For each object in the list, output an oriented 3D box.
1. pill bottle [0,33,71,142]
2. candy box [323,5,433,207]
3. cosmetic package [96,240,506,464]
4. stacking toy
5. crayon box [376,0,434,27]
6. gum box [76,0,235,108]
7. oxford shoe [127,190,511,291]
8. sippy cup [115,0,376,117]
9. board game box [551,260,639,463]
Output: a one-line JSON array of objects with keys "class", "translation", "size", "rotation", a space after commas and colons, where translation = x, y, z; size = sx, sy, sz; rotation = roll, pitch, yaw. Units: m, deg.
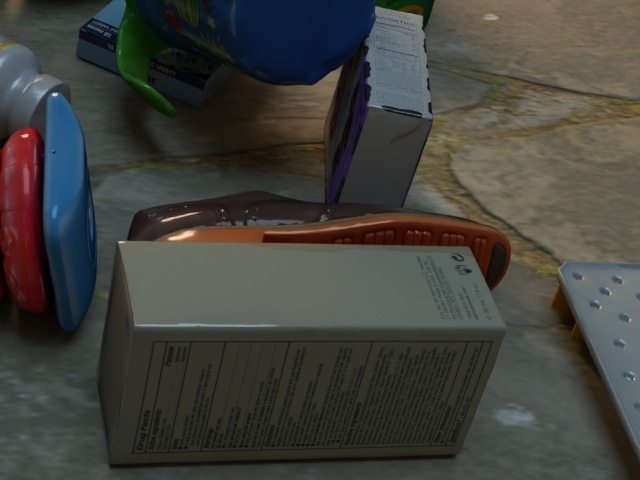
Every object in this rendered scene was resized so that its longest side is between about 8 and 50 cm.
[{"class": "pill bottle", "translation": [-0.345, -0.162, 1.506], "size": [0.184, 0.103, 0.103], "rotation": [28, 40, 14]}, {"class": "candy box", "translation": [0.055, -0.119, 1.539], "size": [0.070, 0.165, 0.196], "rotation": [11, 38, -9]}, {"class": "cosmetic package", "translation": [-0.021, 0.093, 1.259], "size": [0.309, 0.160, 0.113], "rotation": [3, 39, -18]}, {"class": "stacking toy", "translation": [-0.349, -0.013, 1.305], "size": [0.302, 0.166, 0.175], "rotation": [-4, 51, -6]}, {"class": "crayon box", "translation": [0.013, -0.369, 1.901], "size": [0.165, 0.081, 0.278], "rotation": [-7, 43, -26]}, {"class": "gum box", "translation": [-0.161, -0.234, 1.708], "size": [0.157, 0.041, 0.184], "rotation": [24, 38, 9]}, {"class": "oxford shoe", "translation": [0.000, 0.000, 1.410], "size": [0.364, 0.130, 0.133], "rotation": [1, 34, -18]}, {"class": "sippy cup", "translation": [-0.062, -0.267, 1.524], "size": [0.240, 0.305, 0.224], "rotation": [2, 25, -30]}, {"class": "board game box", "translation": [0.447, 0.171, 1.408], "size": [0.390, 0.050, 0.390], "rotation": [3, 40, -16]}]
